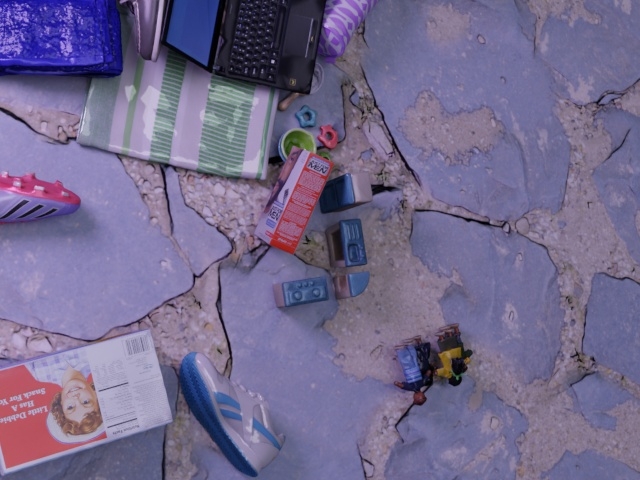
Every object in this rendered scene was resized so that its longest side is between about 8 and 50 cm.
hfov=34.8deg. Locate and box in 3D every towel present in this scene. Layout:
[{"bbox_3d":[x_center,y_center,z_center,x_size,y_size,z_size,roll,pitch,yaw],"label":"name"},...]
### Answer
[{"bbox_3d":[-0.430,-0.408,1.598,0.227,0.076,0.308,-3,81,-18],"label":"towel"},{"bbox_3d":[-0.225,-0.243,1.710,0.324,0.038,0.248,13,78,-24],"label":"towel"}]

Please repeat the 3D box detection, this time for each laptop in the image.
[{"bbox_3d":[-0.114,-0.389,1.672,0.264,0.136,0.234,11,85,-10],"label":"laptop"}]

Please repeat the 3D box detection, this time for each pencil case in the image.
[{"bbox_3d":[0.053,-0.413,1.834,0.206,0.086,0.088,-56,135,-26],"label":"pencil case"}]

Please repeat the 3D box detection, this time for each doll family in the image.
[{"bbox_3d":[0.204,0.224,1.830,0.193,0.076,0.111,-14,93,-22],"label":"doll family"}]

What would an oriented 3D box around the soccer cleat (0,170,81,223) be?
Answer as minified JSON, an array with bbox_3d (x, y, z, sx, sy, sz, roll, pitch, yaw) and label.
[{"bbox_3d":[-0.490,-0.055,1.543,0.248,0.083,0.095,6,109,-30],"label":"soccer cleat"}]

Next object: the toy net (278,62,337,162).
[{"bbox_3d":[-0.016,-0.235,1.804,0.122,0.045,0.232,8,79,-24],"label":"toy net"}]

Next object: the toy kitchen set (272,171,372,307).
[{"bbox_3d":[0.000,0.000,1.734,0.166,0.122,0.207,-7,85,-26],"label":"toy kitchen set"}]

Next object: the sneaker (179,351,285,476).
[{"bbox_3d":[-0.145,0.268,1.653,0.092,0.087,0.229,-40,107,-32],"label":"sneaker"}]

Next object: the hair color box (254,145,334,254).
[{"bbox_3d":[-0.046,-0.069,1.712,0.053,0.093,0.167,24,92,-22],"label":"hair color box"}]

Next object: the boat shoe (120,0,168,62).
[{"bbox_3d":[-0.286,-0.453,1.637,0.095,0.112,0.335,5,85,-8],"label":"boat shoe"}]

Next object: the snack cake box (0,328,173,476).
[{"bbox_3d":[-0.372,0.239,1.540,0.264,0.089,0.152,-13,90,-26],"label":"snack cake box"}]

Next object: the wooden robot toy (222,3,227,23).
[{"bbox_3d":[-0.217,-0.442,1.736,0.173,0.079,0.076,59,28,-33],"label":"wooden robot toy"}]
